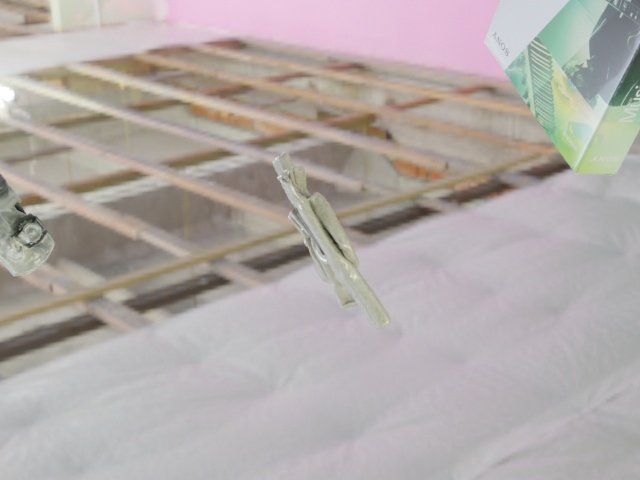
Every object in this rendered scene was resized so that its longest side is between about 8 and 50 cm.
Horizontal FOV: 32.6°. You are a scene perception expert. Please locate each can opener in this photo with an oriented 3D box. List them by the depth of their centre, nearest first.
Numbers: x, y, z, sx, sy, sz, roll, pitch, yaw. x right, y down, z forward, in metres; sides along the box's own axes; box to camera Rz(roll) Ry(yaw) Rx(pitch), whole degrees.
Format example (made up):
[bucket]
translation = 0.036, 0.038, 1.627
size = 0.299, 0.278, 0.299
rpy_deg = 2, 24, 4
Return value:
[can opener]
translation = -0.473, -0.071, 1.490
size = 0.076, 0.283, 0.095
rpy_deg = -44, -157, -23

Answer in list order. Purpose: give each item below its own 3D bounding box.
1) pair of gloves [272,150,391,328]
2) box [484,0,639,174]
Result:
[pair of gloves]
translation = 0.000, 0.000, 1.247
size = 0.042, 0.204, 0.240
rpy_deg = -29, -168, -3
[box]
translation = 0.270, -0.256, 1.029
size = 0.058, 0.322, 0.232
rpy_deg = -2, -137, -21
